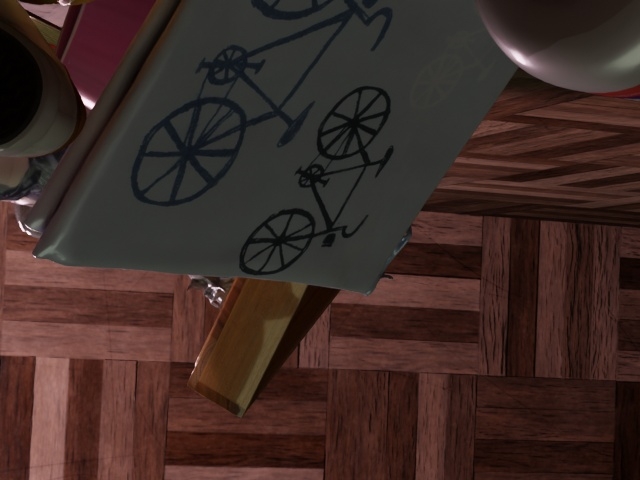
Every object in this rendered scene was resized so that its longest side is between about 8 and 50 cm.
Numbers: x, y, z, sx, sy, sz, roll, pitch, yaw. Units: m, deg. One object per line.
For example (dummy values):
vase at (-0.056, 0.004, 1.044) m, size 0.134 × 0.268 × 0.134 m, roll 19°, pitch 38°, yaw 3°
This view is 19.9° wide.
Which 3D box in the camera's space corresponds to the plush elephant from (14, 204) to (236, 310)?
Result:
plush elephant at (-0.132, -0.086, 1.962) m, size 0.330 × 0.255 × 0.272 m, roll 37°, pitch -151°, yaw -18°

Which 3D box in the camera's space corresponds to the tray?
tray at (0.000, 0.000, 1.963) m, size 0.076 × 0.202 × 0.411 m, roll 30°, pitch -147°, yaw 6°

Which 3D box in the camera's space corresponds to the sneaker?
sneaker at (-0.263, -0.144, 1.126) m, size 0.290 × 0.106 × 0.123 m, roll 43°, pitch -175°, yaw 13°

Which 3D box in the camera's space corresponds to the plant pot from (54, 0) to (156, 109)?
plant pot at (-0.098, -0.147, 1.369) m, size 0.180 × 0.201 × 0.201 m, roll 20°, pitch 172°, yaw -13°

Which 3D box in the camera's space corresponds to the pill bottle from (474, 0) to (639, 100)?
pill bottle at (0.245, -0.152, 0.968) m, size 0.323 × 0.181 × 0.181 m, roll 5°, pitch 175°, yaw -37°

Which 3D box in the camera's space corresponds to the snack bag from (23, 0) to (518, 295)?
snack bag at (0.002, -0.103, 1.253) m, size 0.343 × 0.323 × 0.037 m, roll 8°, pitch -147°, yaw -46°

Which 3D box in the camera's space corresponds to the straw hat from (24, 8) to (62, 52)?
straw hat at (-0.257, -0.167, 1.587) m, size 0.144 × 0.061 × 0.144 m, roll 25°, pitch -175°, yaw -2°

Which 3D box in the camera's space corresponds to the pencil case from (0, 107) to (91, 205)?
pencil case at (-0.147, -0.111, 1.732) m, size 0.410 × 0.159 × 0.183 m, roll 1°, pitch -145°, yaw -17°

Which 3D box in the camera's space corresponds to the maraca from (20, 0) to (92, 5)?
maraca at (-0.124, -0.200, 1.069) m, size 0.186 × 0.099 × 0.127 m, roll -27°, pitch -170°, yaw 4°
